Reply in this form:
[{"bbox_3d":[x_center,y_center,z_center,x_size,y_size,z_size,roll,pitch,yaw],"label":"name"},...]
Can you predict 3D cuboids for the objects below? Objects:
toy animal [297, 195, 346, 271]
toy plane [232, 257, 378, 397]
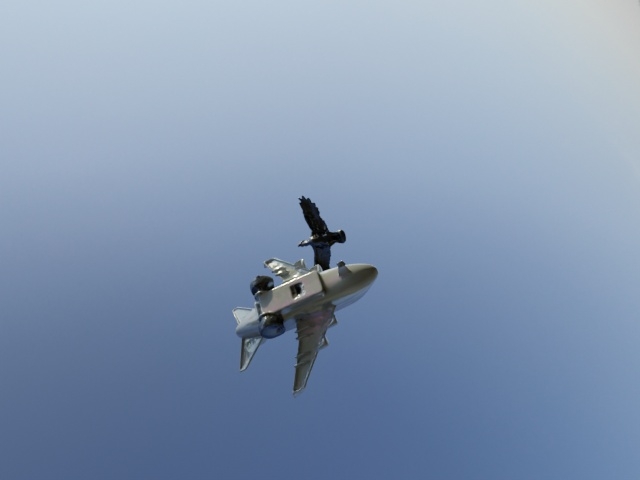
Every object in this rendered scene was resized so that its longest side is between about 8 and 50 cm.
[{"bbox_3d":[0.000,0.000,1.118,0.062,0.108,0.220,-19,-85,-50],"label":"toy animal"},{"bbox_3d":[-0.030,0.097,0.749,0.101,0.255,0.251,47,-162,-47],"label":"toy plane"}]
